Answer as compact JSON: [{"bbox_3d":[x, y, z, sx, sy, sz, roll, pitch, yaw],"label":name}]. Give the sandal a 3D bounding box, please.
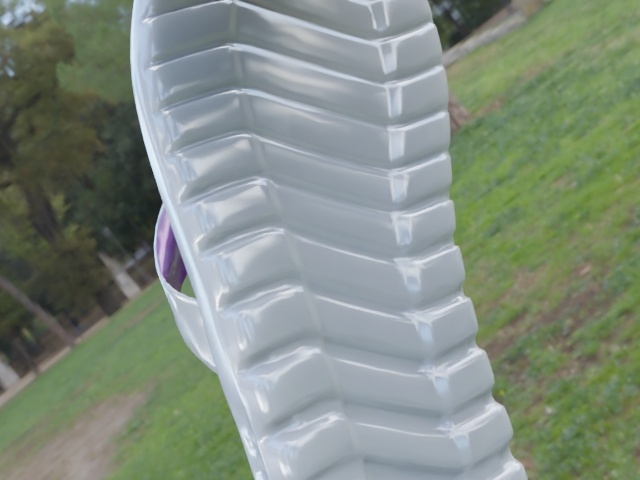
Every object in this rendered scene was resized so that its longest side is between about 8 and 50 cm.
[{"bbox_3d":[-0.014,0.000,0.547,0.169,0.416,0.102,0,-19,-30],"label":"sandal"}]
